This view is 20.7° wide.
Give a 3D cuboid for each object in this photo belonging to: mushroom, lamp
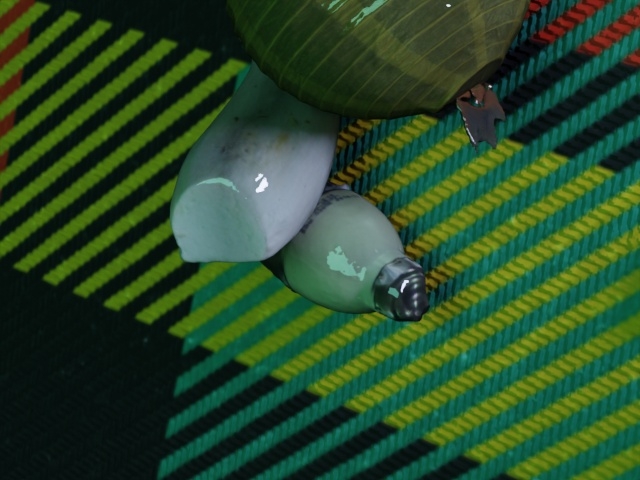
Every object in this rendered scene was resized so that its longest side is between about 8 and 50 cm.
[{"bbox_3d":[-0.039,-0.099,1.441,0.118,0.270,0.103,5,141,16],"label":"mushroom"},{"bbox_3d":[0.059,-0.191,1.331,0.250,0.250,0.284,-40,80,30],"label":"lamp"},{"bbox_3d":[0.000,0.000,1.475,0.250,0.101,0.101,30,110,43],"label":"lamp"}]
